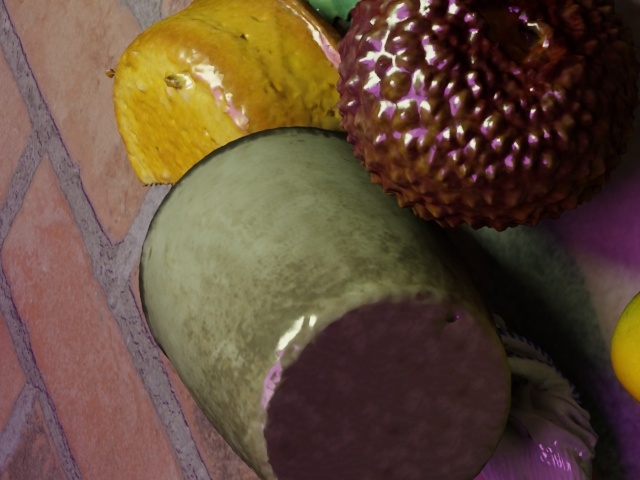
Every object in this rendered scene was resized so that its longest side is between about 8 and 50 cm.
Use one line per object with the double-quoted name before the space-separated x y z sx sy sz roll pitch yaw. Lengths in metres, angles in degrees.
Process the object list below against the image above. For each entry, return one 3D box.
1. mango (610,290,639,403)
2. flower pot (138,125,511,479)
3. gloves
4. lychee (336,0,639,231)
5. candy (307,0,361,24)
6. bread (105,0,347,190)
"mango" 0.324 0.099 1.032 0.317 0.119 0.176 18 115 61
"flower pot" 0.004 0.081 1.231 0.330 0.293 0.294 -125 37 -65
"gloves" 0.183 0.165 1.250 0.119 0.097 0.229 -31 60 25
"lychee" 0.126 -0.118 1.157 0.271 0.271 0.271 18 112 52
"candy" -0.048 -0.408 1.427 0.263 0.172 0.398 11 127 64
"bread" -0.105 -0.170 1.472 0.340 0.194 0.179 3 123 57
